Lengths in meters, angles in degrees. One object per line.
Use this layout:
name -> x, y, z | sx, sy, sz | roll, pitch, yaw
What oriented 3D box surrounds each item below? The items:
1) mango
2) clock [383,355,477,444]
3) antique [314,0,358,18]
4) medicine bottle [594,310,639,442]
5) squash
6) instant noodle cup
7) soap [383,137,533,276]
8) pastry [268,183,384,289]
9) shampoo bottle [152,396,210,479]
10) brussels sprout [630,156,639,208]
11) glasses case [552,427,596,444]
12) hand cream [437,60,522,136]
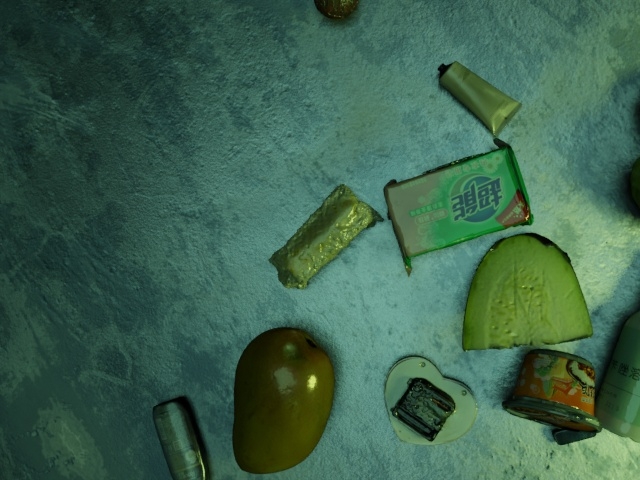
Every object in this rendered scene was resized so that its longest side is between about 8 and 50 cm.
mango -> -0.084, 0.334, 1.240 | 0.212, 0.173, 0.317 | 16, 97, 10
clock -> 0.213, 0.343, 1.240 | 0.198, 0.064, 0.172 | 34, 93, 10
antique -> 0.033, -0.521, 1.282 | 0.104, 0.104, 0.104 | 0, 88, 10
medicine bottle -> 0.629, 0.202, 1.150 | 0.110, 0.110, 0.351 | 20, 92, 10
squash -> 0.384, 0.094, 1.176 | 0.237, 0.204, 0.154 | -6, 110, 9
instant noodle cup -> 0.451, 0.283, 1.157 | 0.178, 0.208, 0.125 | 30, 68, -30
soap -> 0.275, -0.069, 1.228 | 0.274, 0.098, 0.217 | -17, 92, 11
pastry -> -0.002, -0.006, 1.281 | 0.258, 0.089, 0.121 | -40, 70, 3
shampoo bottle -> -0.300, 0.466, 1.328 | 0.087, 0.049, 0.233 | -21, 85, 7
brussels sprout -> 0.693, -0.107, 1.122 | 0.223, 0.161, 0.223 | -1, 96, -13
glasses case -> 0.508, 0.385, 1.208 | 0.083, 0.023, 0.033 | -19, 94, 10
hand cream -> 0.321, -0.306, 1.254 | 0.186, 0.054, 0.087 | 40, 90, 2
